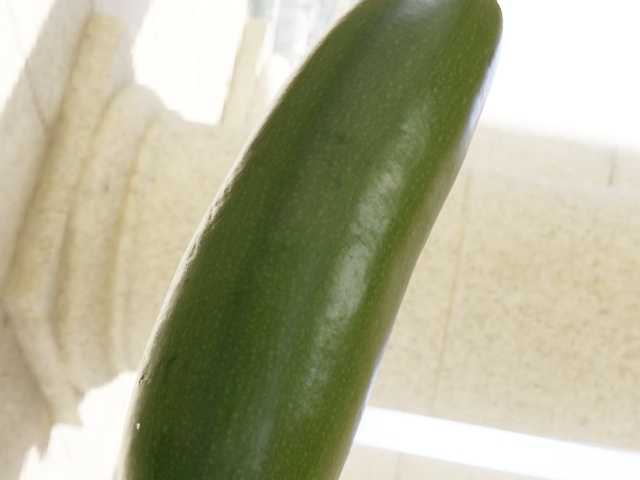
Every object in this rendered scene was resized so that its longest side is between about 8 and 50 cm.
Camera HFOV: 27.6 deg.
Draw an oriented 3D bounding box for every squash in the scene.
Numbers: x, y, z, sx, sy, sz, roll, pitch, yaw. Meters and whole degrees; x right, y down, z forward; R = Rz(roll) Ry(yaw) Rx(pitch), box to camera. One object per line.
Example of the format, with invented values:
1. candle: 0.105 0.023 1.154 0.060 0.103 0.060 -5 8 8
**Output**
1. squash: -0.002 -0.001 0.482 0.082 0.082 0.292 94 17 -57
